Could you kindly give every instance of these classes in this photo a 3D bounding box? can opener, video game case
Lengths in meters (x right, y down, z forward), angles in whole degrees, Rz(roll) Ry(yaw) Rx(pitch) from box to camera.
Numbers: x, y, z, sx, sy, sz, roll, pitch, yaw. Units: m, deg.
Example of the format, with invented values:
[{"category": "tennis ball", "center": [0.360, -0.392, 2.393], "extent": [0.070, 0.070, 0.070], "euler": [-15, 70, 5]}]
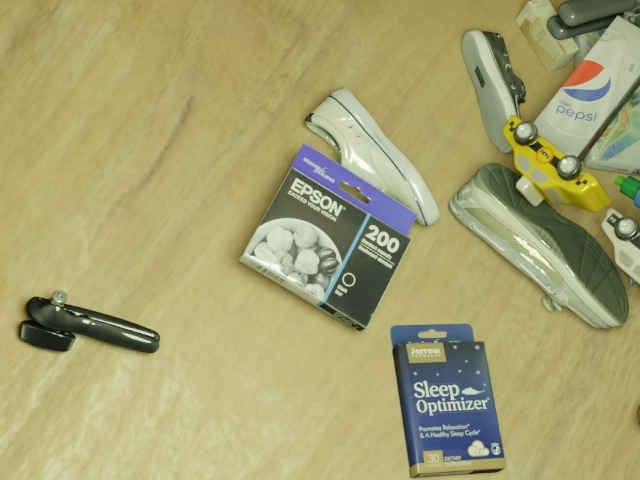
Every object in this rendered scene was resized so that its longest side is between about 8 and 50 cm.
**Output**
[{"category": "can opener", "center": [-0.305, 0.115, 1.479], "extent": [0.186, 0.073, 0.059], "euler": [12, 25, -15]}, {"category": "can opener", "center": [0.510, -0.387, 1.876], "extent": [0.280, 0.074, 0.093], "euler": [-15, 66, -30]}, {"category": "video game case", "center": [0.586, -0.255, 1.917], "extent": [0.300, 0.036, 0.329], "euler": [7, 65, -13]}]

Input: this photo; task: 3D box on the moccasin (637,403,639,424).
[{"category": "moccasin", "center": [0.615, 0.360, 1.603], "extent": [0.380, 0.139, 0.147], "euler": [43, 53, -5]}]

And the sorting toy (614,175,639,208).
[{"category": "sorting toy", "center": [0.545, -0.067, 1.718], "extent": [0.126, 0.127, 0.365], "euler": [36, 18, 28]}]

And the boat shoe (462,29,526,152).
[{"category": "boat shoe", "center": [0.300, -0.249, 1.810], "extent": [0.076, 0.080, 0.228], "euler": [-7, 61, -18]}]

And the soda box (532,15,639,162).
[{"category": "soda box", "center": [0.437, -0.226, 1.791], "extent": [0.091, 0.098, 0.286], "euler": [35, 70, 14]}]

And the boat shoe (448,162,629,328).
[{"category": "boat shoe", "center": [0.339, 0.020, 1.694], "extent": [0.320, 0.103, 0.118], "euler": [41, 42, -2]}]

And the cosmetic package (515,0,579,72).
[{"category": "cosmetic package", "center": [0.387, -0.353, 1.888], "extent": [0.041, 0.060, 0.115], "euler": [-22, 73, -23]}]

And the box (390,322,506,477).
[{"category": "box", "center": [0.180, 0.221, 1.581], "extent": [0.136, 0.036, 0.225], "euler": [0, 66, -17]}]

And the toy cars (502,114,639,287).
[{"category": "toy cars", "center": [0.408, -0.027, 1.638], "extent": [0.394, 0.176, 0.087], "euler": [42, 96, -5]}]

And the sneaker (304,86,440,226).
[{"category": "sneaker", "center": [0.077, -0.111, 1.681], "extent": [0.091, 0.094, 0.258], "euler": [-38, 78, -6]}]

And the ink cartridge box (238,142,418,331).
[{"category": "ink cartridge box", "center": [0.020, -0.010, 1.562], "extent": [0.206, 0.045, 0.208], "euler": [31, 69, -9]}]
